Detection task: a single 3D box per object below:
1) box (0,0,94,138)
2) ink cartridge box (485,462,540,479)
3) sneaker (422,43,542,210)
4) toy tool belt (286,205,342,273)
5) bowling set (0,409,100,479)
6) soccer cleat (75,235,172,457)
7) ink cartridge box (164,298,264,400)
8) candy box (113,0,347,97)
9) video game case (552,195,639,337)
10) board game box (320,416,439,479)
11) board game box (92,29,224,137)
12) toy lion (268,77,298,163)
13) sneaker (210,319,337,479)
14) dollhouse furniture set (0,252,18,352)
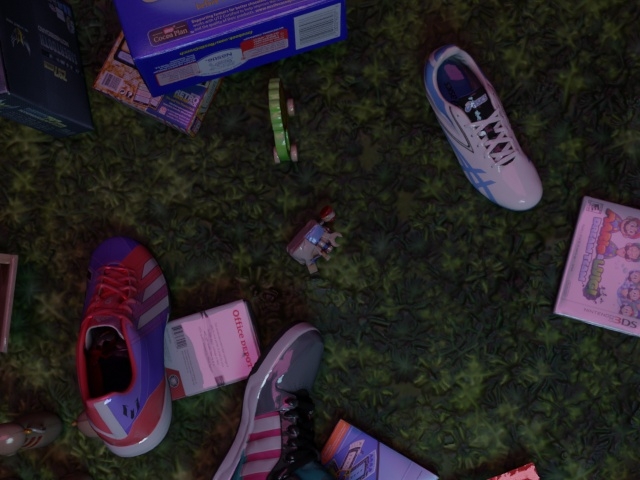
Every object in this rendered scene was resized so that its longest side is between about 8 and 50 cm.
[{"bbox_3d":[-0.369,-0.238,1.127,0.059,0.233,0.183,-12,83,10],"label":"box"},{"bbox_3d":[0.222,0.409,1.092,0.181,0.056,0.224,-22,93,3],"label":"ink cartridge box"},{"bbox_3d":[0.203,-0.141,1.143,0.085,0.086,0.237,-31,84,0],"label":"sneaker"},{"bbox_3d":[0.000,0.000,1.171,0.051,0.052,0.083,41,93,-24],"label":"toy tool belt"},{"bbox_3d":[-0.359,0.304,1.115,0.287,0.154,0.199,-11,84,4],"label":"bowling set"},{"bbox_3d":[-0.242,0.098,1.083,0.109,0.116,0.318,-16,49,3],"label":"soccer cleat"},{"bbox_3d":[-0.143,0.141,1.160,0.135,0.056,0.099,-17,83,4],"label":"ink cartridge box"},{"bbox_3d":[-0.141,-0.374,1.138,0.268,0.122,0.317,-18,75,-5],"label":"candy box"},{"bbox_3d":[0.384,0.036,1.143,0.143,0.019,0.157,15,86,6],"label":"video game case"},{"bbox_3d":[0.018,0.382,1.139,0.145,0.027,0.281,30,88,6],"label":"board game box"},{"bbox_3d":[-0.194,-0.256,1.208,0.147,0.045,0.193,26,87,7],"label":"board game box"},{"bbox_3d":[-0.052,-0.155,1.160,0.034,0.096,0.100,-5,85,5],"label":"toy lion"},{"bbox_3d":[-0.021,0.258,1.077,0.178,0.124,0.295,22,93,33],"label":"sneaker"},{"bbox_3d":[-0.486,0.073,1.154,0.151,0.144,0.123,7,85,-31],"label":"dollhouse furniture set"}]
